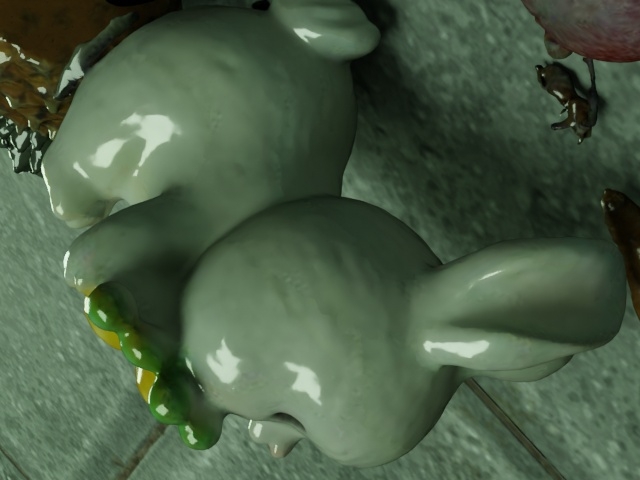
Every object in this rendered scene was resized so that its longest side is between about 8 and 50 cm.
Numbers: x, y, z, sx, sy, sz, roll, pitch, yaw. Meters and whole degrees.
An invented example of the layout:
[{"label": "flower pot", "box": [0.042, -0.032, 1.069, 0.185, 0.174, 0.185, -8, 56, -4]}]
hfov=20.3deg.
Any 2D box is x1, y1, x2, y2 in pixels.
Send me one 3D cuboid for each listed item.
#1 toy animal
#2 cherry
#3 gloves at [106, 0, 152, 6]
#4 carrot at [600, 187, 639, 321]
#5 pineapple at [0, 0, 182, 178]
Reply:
[{"label": "toy animal", "box": [-0.004, 0.005, 0.998, 0.310, 0.247, 0.183, 52, 174, 30]}, {"label": "cherry", "box": [0.121, -0.118, 0.835, 0.107, 0.090, 0.225, 35, 157, 3]}, {"label": "gloves", "box": [-0.137, -0.234, 1.020, 0.127, 0.111, 0.212, -40, 54, 21]}, {"label": "carrot", "box": [0.189, 0.042, 0.965, 0.036, 0.036, 0.165, -10, 113, 56]}, {"label": "pineapple", "box": [-0.171, -0.112, 1.172, 0.158, 0.158, 0.278, 44, 159, 11]}]
